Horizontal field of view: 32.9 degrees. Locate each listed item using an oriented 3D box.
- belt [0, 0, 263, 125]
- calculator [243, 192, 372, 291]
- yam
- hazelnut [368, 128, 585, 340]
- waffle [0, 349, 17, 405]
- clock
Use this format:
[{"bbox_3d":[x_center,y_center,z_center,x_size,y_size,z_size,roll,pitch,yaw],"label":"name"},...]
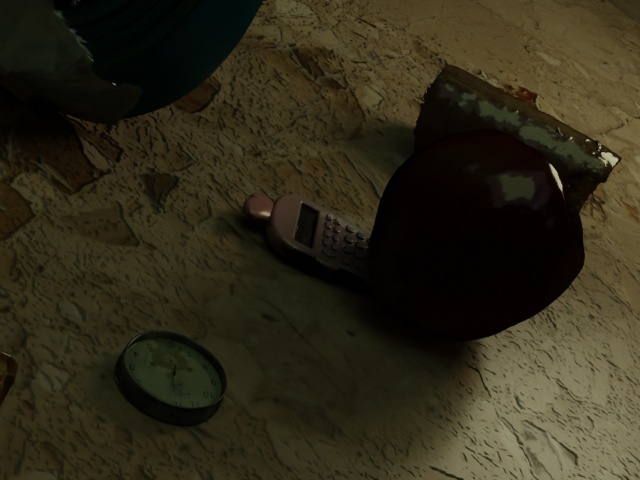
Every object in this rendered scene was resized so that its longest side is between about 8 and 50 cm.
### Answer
[{"bbox_3d":[-0.183,-0.331,1.005,0.300,0.436,0.173,19,-10,9],"label":"belt"},{"bbox_3d":[0.000,0.000,1.045,0.166,0.024,0.103,26,30,-9],"label":"calculator"},{"bbox_3d":[0.230,-0.110,1.307,0.238,0.128,0.129,30,63,12],"label":"yam"},{"bbox_3d":[0.133,0.003,1.005,0.208,0.208,0.208,21,31,-13],"label":"hazelnut"},{"bbox_3d":[-0.310,0.085,0.464,0.308,0.212,0.091,9,39,-33],"label":"waffle"},{"bbox_3d":[-0.109,0.100,0.803,0.085,0.017,0.085,21,31,-13],"label":"clock"}]
